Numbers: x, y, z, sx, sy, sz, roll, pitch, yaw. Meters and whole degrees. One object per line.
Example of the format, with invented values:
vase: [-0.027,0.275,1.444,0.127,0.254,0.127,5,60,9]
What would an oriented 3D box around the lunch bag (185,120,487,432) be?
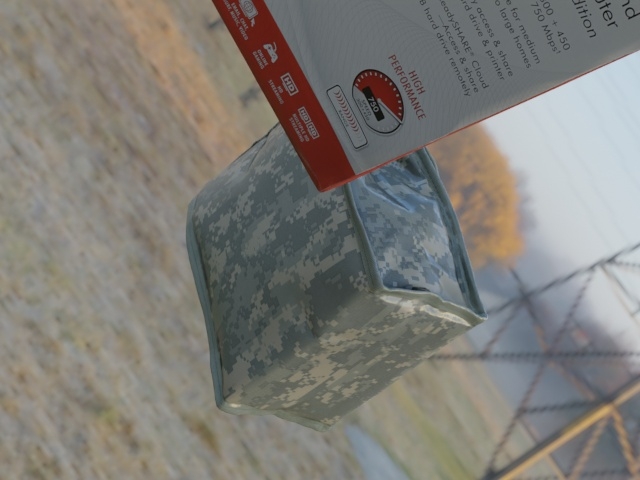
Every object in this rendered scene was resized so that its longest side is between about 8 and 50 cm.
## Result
lunch bag: [0.000,0.000,1.342,0.169,0.235,0.287,17,46,-39]

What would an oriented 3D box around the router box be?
router box: [0.030,-0.225,0.786,0.301,0.082,0.335,-23,-81,51]
